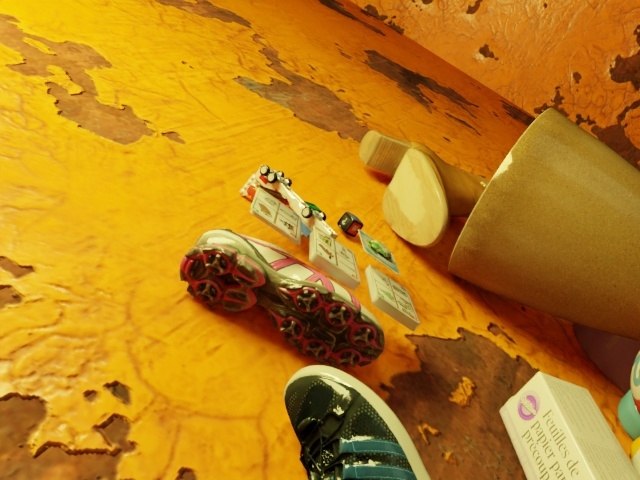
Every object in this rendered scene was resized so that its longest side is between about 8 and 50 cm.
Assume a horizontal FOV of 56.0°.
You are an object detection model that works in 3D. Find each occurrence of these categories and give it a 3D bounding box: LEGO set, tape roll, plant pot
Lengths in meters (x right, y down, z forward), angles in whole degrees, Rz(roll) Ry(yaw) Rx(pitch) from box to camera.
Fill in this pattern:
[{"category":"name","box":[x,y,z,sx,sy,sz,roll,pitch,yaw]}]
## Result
[{"category":"LEGO set","box":[0.000,0.000,0.623,0.183,0.060,0.244,35,15,-13]},{"category":"tape roll","box":[0.446,0.143,0.812,0.189,0.080,0.189,25,27,-14]},{"category":"plant pot","box":[0.323,0.007,0.713,0.254,0.237,0.237,34,26,21]}]

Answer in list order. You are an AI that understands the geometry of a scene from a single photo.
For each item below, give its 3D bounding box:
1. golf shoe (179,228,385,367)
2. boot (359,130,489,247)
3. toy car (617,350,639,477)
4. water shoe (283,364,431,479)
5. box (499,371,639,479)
[{"category":"golf shoe","box":[-0.024,0.041,0.525,0.186,0.067,0.086,30,26,-2]},{"category":"boot","box":[0.188,-0.064,0.876,0.211,0.104,0.295,17,26,-24]},{"category":"toy car","box":[0.337,0.199,0.539,0.238,0.219,0.210,-23,54,-24]},{"category":"water shoe","box":[0.024,0.160,0.368,0.080,0.072,0.203,-3,42,-44]},{"category":"box","box":[0.226,0.240,0.445,0.067,0.063,0.324,22,28,-19]}]
